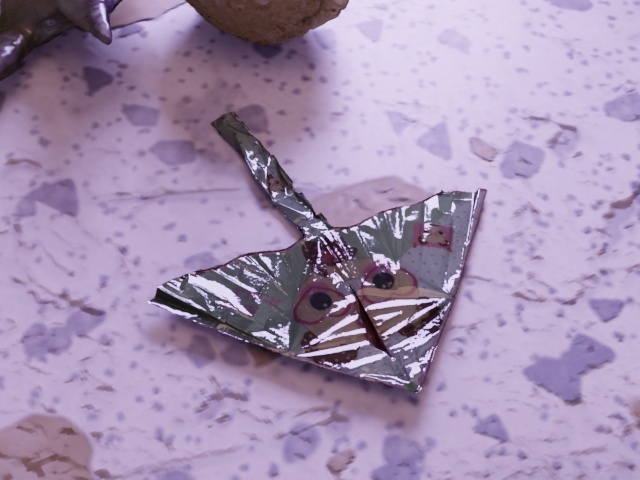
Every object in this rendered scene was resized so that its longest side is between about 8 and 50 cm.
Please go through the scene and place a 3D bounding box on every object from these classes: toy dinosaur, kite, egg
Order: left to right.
[{"bbox_3d":[-0.199,-0.202,0.895,0.162,0.077,0.294,-11,51,-2],"label":"toy dinosaur"},{"bbox_3d":[-0.045,-0.191,0.869,0.140,0.116,0.118,18,28,-3],"label":"egg"},{"bbox_3d":[0.000,-0.001,0.785,0.229,0.012,0.250,-19,54,-21],"label":"kite"}]
